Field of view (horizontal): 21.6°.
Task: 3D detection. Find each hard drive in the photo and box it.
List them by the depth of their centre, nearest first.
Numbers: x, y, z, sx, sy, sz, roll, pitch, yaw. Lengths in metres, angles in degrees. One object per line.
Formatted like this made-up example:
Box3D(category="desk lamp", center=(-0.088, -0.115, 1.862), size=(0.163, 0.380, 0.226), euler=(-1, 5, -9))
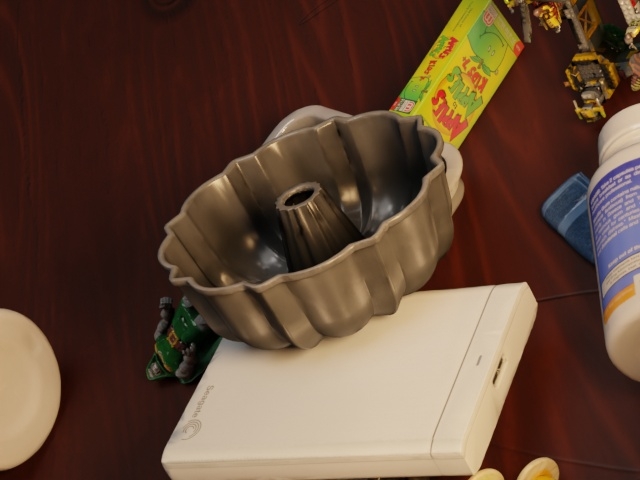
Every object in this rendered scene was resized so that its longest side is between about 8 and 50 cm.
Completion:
Box3D(category="hard drive", center=(0.028, 0.147, 1.722), size=(0.353, 0.047, 0.233), euler=(-7, 39, 32))

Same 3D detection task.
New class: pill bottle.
Box3D(category="pill bottle", center=(0.343, -0.004, 1.651), size=(0.152, 0.152, 0.272), euler=(-21, 45, 24))
Box3D(category="pill bottle", center=(-0.526, 0.189, 2.159), size=(0.361, 0.204, 0.204), euler=(-2, 55, 39))

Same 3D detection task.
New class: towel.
Box3D(category="towel", center=(0.288, -0.023, 1.807), size=(0.067, 0.029, 0.119), euler=(-42, 40, 3))

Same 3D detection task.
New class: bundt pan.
Box3D(category="bundt pan", center=(0.000, 0.000, 1.796), size=(0.331, 0.124, 0.331), euler=(-20, 28, 11))

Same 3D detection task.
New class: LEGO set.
Box3D(category="LEGO set", center=(0.342, -0.218, 1.760), size=(0.331, 0.255, 0.192), euler=(6, 44, 34))

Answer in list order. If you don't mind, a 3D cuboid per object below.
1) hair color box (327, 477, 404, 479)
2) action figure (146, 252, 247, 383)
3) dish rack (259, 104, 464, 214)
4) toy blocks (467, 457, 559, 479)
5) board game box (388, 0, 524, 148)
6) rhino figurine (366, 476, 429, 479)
Box3D(category="hair color box", center=(0.032, 0.252, 1.763), size=(0.093, 0.053, 0.167), euler=(11, 65, 46))
Box3D(category="action figure", center=(-0.152, 0.098, 1.980), size=(0.137, 0.063, 0.232), euler=(59, 138, 25))
Box3D(category="dish rack", center=(0.009, -0.012, 1.994), size=(0.333, 0.072, 0.285), euler=(22, 73, 47))
Box3D(category="toy blocks", center=(0.219, 0.264, 1.558), size=(0.148, 0.123, 0.054), euler=(34, 123, 50))
Box3D(category="board game box", center=(0.164, -0.194, 2.006), size=(0.043, 0.092, 0.181), euler=(18, 69, 45))
Box3D(category="rhino figurine", center=(0.042, 0.331, 1.654), size=(0.243, 0.106, 0.073), euler=(-49, 10, -5))
